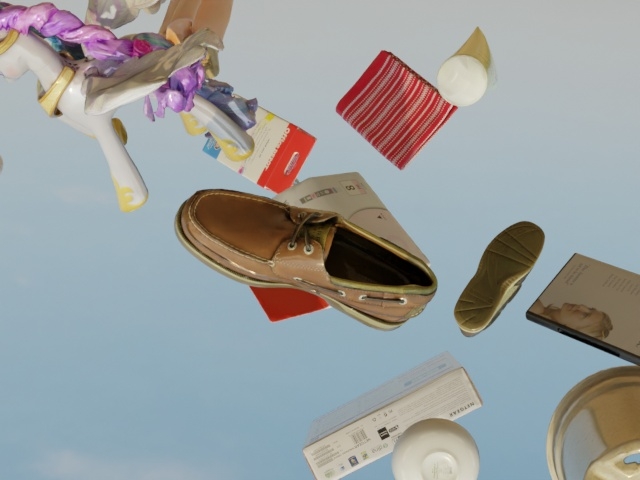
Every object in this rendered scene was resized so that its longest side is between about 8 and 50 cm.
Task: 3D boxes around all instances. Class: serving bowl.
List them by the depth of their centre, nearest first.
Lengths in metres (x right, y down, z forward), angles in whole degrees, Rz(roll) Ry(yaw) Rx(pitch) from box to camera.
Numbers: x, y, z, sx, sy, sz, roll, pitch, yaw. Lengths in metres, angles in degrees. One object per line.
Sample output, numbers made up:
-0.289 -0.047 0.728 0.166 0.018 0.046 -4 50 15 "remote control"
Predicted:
0.108 0.209 0.818 0.083 0.084 0.027 2 -176 -1 "serving bowl"

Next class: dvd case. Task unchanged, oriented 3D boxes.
0.516 0.120 1.556 0.253 0.022 0.180 23 -126 38 "dvd case"

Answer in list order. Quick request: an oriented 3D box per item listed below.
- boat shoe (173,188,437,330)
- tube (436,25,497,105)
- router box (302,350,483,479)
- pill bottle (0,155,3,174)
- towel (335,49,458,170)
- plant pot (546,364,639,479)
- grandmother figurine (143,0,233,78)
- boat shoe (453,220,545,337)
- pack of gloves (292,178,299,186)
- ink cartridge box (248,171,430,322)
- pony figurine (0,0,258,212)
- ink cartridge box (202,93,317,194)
-0.011 0.004 1.009 0.307 0.111 0.104 19 152 -13 "boat shoe"
0.200 -0.223 1.137 0.062 0.070 0.240 27 -157 8 "tube"
0.137 0.340 1.741 0.335 0.082 0.301 -28 177 2 "router box"
-0.625 -0.162 1.454 0.108 0.193 0.108 -14 -129 18 "pill bottle"
0.170 -0.311 2.069 0.275 0.199 0.031 47 -170 36 "towel"
0.559 0.408 1.524 0.333 0.334 0.305 7 -175 14 "plant pot"
-0.166 -0.384 1.316 0.207 0.104 0.343 3 -127 6 "grandmother figurine"
0.291 0.065 1.460 0.080 0.073 0.224 32 -110 16 "boat shoe"
0.002 -0.085 1.911 0.232 0.046 0.195 43 -177 -3 "pack of gloves"
0.000 0.000 1.146 0.232 0.066 0.189 -8 -131 -38 "ink cartridge box"
-0.236 -0.208 1.068 0.350 0.363 0.303 -22 -126 20 "pony figurine"
-0.104 -0.177 1.716 0.231 0.134 0.078 32 -175 31 "ink cartridge box"
